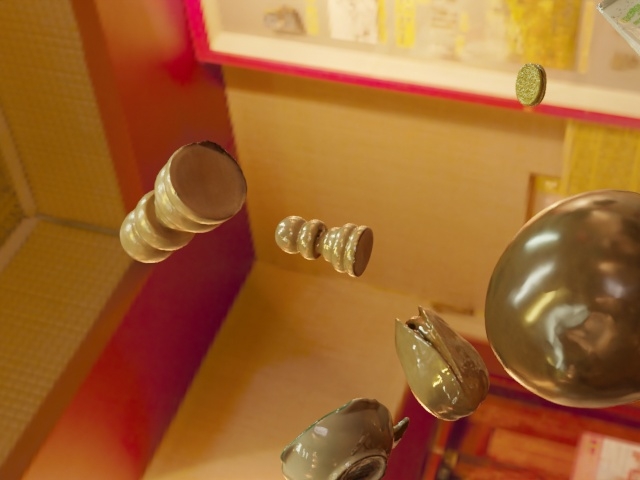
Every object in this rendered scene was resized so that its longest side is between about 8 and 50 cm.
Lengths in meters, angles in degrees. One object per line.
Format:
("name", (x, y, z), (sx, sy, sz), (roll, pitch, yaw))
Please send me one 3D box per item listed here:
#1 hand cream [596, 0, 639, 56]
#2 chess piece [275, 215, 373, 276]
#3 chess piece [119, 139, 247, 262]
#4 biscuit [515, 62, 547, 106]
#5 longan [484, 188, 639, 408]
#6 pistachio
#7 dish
("hand cream", (0.653, -0.380, 2.105), (0.076, 0.121, 0.336), (34, -154, -49))
("chess piece", (0.000, 0.000, 1.961), (0.094, 0.171, 0.094), (16, -90, -72))
("chess piece", (-0.241, -0.044, 1.832), (0.261, 0.143, 0.142), (-38, 20, 48))
("biscuit", (0.405, -0.299, 2.132), (0.084, 0.023, 0.083), (-179, 90, -65))
("longan", (0.319, 0.069, 1.259), (0.258, 0.258, 0.258), (11, -90, -73))
("pistachio", (0.198, 0.203, 1.852), (0.135, 0.136, 0.226), (81, 163, -49))
("dish", (0.055, 0.345, 1.752), (0.246, 0.078, 0.224), (-1, -49, -38))
